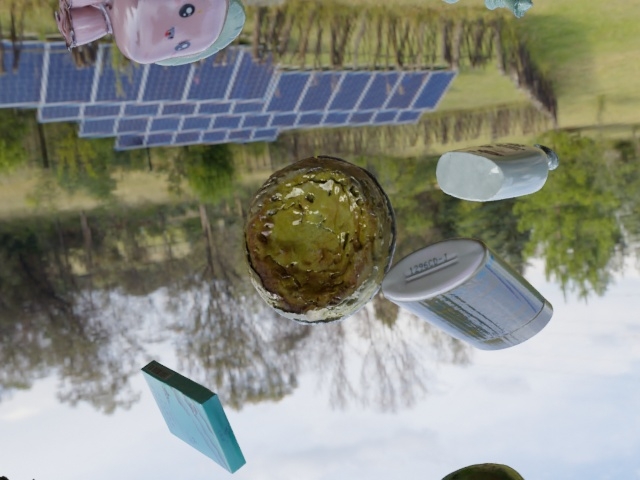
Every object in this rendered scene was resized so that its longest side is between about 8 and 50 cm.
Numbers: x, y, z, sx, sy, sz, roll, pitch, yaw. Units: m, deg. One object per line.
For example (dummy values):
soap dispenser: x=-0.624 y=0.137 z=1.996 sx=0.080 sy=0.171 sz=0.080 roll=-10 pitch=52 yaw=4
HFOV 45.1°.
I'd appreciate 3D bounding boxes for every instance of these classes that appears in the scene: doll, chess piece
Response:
doll: x=-0.218 y=-0.350 z=1.022 sx=0.268 sy=0.216 sz=0.284 roll=-15 pitch=151 yaw=-27
chess piece: x=0.151 y=-0.225 z=0.696 sx=0.093 sy=0.042 sz=0.042 roll=31 pitch=-156 yaw=31

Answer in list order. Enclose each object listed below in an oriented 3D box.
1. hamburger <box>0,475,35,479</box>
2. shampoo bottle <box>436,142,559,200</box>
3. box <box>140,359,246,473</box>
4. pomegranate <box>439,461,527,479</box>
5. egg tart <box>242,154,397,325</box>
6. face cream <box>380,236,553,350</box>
hamburger: x=-0.501 y=0.445 z=1.049 sx=0.167 sy=0.192 sz=0.288 roll=8 pitch=-150 yaw=12
shampoo bottle: x=0.180 y=-0.068 z=0.721 sx=0.151 sy=0.045 sz=0.077 roll=-11 pitch=-160 yaw=-43
box: x=-0.236 y=0.318 z=1.413 sx=0.042 sy=0.161 sz=0.226 roll=-35 pitch=-151 yaw=-30
pomegranate: x=0.316 y=0.535 z=1.398 sx=0.235 sy=0.236 sz=0.302 roll=-8 pitch=145 yaw=28
egg tart: x=0.000 y=0.000 z=1.062 sx=0.234 sy=0.234 sz=0.094 roll=-8 pitch=170 yaw=23
face cream: x=0.202 y=0.079 z=0.996 sx=0.139 sy=0.067 sz=0.285 roll=-22 pitch=149 yaw=25
